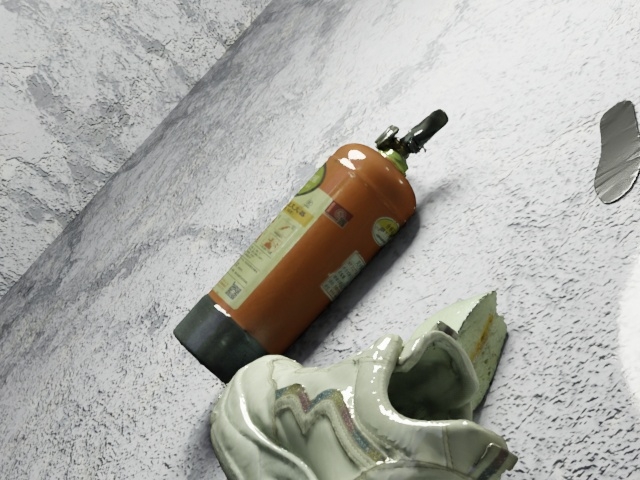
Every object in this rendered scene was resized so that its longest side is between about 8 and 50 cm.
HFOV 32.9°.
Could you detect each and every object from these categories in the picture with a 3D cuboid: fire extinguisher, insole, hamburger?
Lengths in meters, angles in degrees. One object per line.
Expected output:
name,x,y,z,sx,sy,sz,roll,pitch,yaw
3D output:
fire extinguisher,-0.007,-0.007,1.231,0.376,0.113,0.200,-47,21,-2
insole,0.275,-0.085,1.002,0.053,0.002,0.153,-33,25,31
hamburger,0.108,0.097,0.928,0.084,0.054,0.121,-26,27,50

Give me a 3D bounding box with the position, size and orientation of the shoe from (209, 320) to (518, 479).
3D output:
shoe,0.036,0.147,0.837,0.210,0.132,0.342,-52,25,7
